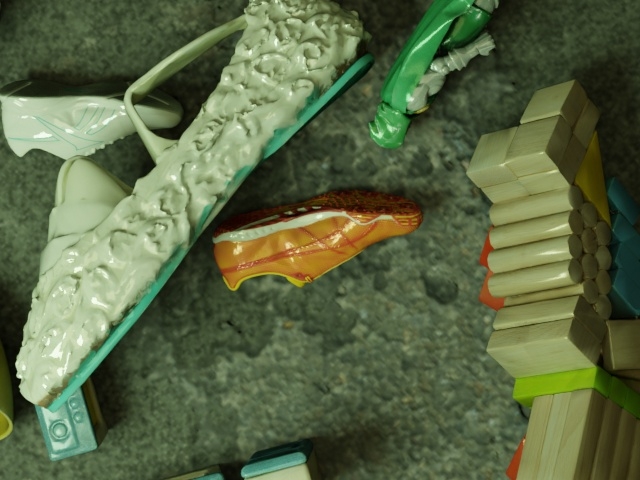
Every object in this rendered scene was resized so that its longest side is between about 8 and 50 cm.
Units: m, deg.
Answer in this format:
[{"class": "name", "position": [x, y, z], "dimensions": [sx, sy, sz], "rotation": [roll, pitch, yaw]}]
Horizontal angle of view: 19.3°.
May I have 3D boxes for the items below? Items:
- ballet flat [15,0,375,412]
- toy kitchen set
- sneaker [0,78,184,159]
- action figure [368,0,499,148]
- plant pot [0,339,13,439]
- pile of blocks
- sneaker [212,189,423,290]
[{"class": "ballet flat", "position": [-0.126, -0.051, 1.495], "dimensions": [0.147, 0.147, 0.409], "rotation": [41, 75, 1]}, {"class": "toy kitchen set", "position": [-0.119, 0.154, 1.519], "dimensions": [0.207, 0.122, 0.166], "rotation": [-15, 90, 1]}, {"class": "sneaker", "position": [-0.189, -0.099, 1.562], "dimensions": [0.152, 0.053, 0.061], "rotation": [1, 114, -2]}, {"class": "action figure", "position": [0.111, -0.174, 1.526], "dimensions": [0.063, 0.137, 0.232], "rotation": [33, 100, -11]}, {"class": "plant pot", "position": [-0.310, 0.100, 1.533], "dimensions": [0.134, 0.134, 0.095], "rotation": [5, 63, 2]}, {"class": "pile of blocks", "position": [0.194, 0.059, 1.532], "dimensions": [0.113, 0.149, 0.362], "rotation": [-12, 77, 44]}, {"class": "sneaker", "position": [0.000, 0.000, 1.555], "dimensions": [0.175, 0.064, 0.067], "rotation": [-11, 110, 7]}]
